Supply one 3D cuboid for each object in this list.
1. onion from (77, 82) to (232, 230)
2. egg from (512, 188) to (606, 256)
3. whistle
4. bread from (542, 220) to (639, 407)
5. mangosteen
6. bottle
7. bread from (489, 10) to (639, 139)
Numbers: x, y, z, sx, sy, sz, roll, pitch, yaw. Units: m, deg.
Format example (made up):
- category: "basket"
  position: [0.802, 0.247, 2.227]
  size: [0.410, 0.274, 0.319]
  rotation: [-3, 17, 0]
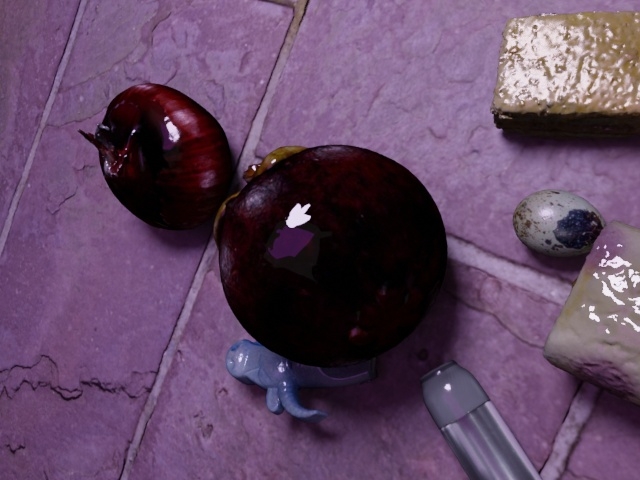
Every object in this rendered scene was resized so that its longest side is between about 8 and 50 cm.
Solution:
- category: "onion"
  position: [-0.298, -0.139, 0.931]
  size: [0.273, 0.285, 0.273]
  rotation: [11, 111, 30]
- category: "egg"
  position: [0.301, -0.020, 0.668]
  size: [0.110, 0.085, 0.085]
  rotation: [23, 95, 24]
- category: "whistle"
  position: [-0.039, 0.194, 0.833]
  size: [0.269, 0.093, 0.180]
  rotation: [-10, 53, 27]
- category: "bread"
  position: [0.428, 0.119, 0.535]
  size: [0.338, 0.155, 0.187]
  rotation: [27, 94, 29]
- category: "mangosteen"
  position: [0.000, 0.000, 0.722]
  size: [0.307, 0.307, 0.347]
  rotation: [-53, 47, 14]
- category: "bottle"
  position: [0.217, 0.281, 0.685]
  size: [0.253, 0.080, 0.096]
  rotation: [59, 150, 21]
- category: "bread"
  position: [0.324, -0.204, 0.670]
  size: [0.196, 0.102, 0.138]
  rotation: [7, 89, 28]
